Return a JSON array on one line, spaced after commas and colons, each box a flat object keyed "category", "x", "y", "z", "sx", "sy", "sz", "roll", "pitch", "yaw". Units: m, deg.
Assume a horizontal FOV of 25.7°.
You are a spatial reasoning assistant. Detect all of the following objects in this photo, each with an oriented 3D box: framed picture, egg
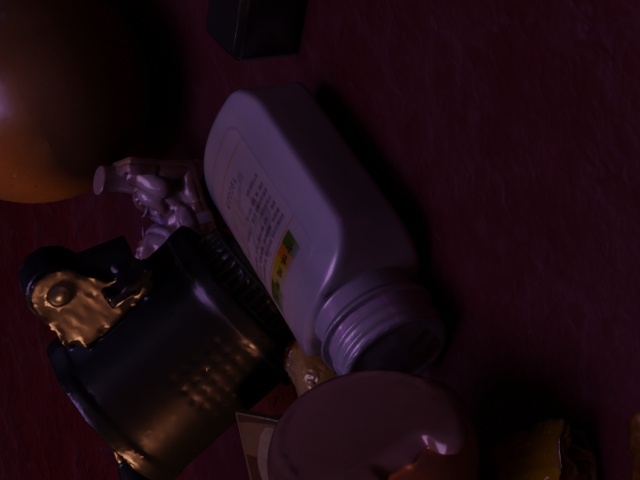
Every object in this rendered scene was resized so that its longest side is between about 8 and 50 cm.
[{"category": "framed picture", "x": 0.003, "y": 0.246, "z": 1.416, "sx": 0.201, "sy": 0.010, "sz": 0.135, "roll": 5, "pitch": 116, "yaw": 38}, {"category": "egg", "x": -0.373, "y": -0.198, "z": 1.803, "sx": 0.374, "sy": 0.301, "sz": 0.301, "roll": 10, "pitch": 108, "yaw": 48}]

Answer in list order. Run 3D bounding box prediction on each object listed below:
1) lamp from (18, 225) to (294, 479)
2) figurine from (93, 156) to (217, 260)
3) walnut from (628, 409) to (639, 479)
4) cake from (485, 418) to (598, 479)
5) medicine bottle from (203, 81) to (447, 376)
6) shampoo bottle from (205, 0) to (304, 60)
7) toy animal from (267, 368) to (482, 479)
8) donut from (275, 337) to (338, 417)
[{"category": "lamp", "x": -0.145, "y": 0.126, "z": 1.539, "sx": 0.205, "sy": 0.272, "sz": 0.374, "roll": 54, "pitch": 167, "yaw": 56}, {"category": "figurine", "x": -0.188, "y": 0.013, "z": 1.699, "sx": 0.162, "sy": 0.141, "sz": 0.236, "roll": 0, "pitch": 99, "yaw": 65}, {"category": "walnut", "x": 0.285, "y": 0.188, "z": 0.989, "sx": 0.143, "sy": 0.069, "sz": 0.170, "roll": -39, "pitch": 63, "yaw": 59}, {"category": "cake", "x": 0.210, "y": 0.233, "z": 1.153, "sx": 0.116, "sy": 0.080, "sz": 0.184, "roll": -46, "pitch": 48, "yaw": 41}, {"category": "medicine bottle", "x": 0.000, "y": 0.000, "z": 1.385, "sx": 0.324, "sy": 0.124, "sz": 0.179, "roll": 58, "pitch": 145, "yaw": 37}, {"category": "shampoo bottle", "x": -0.055, "y": -0.309, "z": 1.430, "sx": 0.079, "sy": 0.080, "sz": 0.246, "roll": 47, "pitch": 137, "yaw": 42}, {"category": "toy animal", "x": 0.066, "y": 0.227, "z": 1.203, "sx": 0.213, "sy": 0.195, "sz": 0.256, "roll": 30, "pitch": 147, "yaw": 49}, {"category": "donut", "x": 0.003, "y": 0.192, "z": 1.472, "sx": 0.141, "sy": 0.085, "sz": 0.217, "roll": 51, "pitch": 138, "yaw": 42}]
